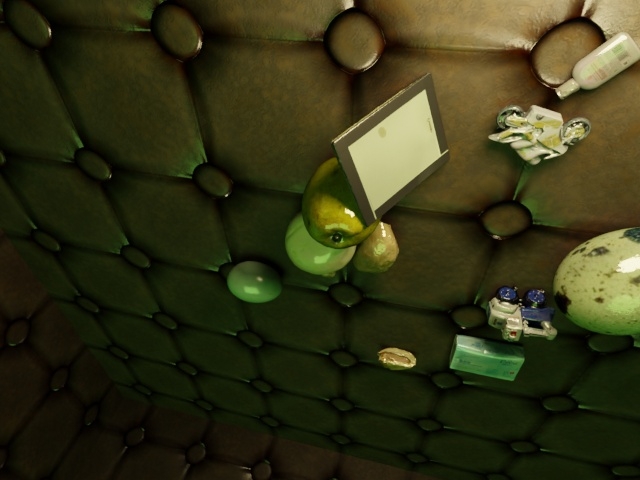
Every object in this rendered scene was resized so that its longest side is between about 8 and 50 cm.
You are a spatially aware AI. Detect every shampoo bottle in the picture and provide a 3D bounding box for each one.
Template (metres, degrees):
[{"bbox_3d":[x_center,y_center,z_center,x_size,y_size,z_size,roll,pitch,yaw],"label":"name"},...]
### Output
[{"bbox_3d":[0.627,-0.389,0.933,0.080,0.040,0.165,38,133,-18],"label":"shampoo bottle"}]

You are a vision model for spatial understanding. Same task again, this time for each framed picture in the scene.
[{"bbox_3d":[0.199,-0.232,1.059,0.016,0.347,0.264,28,152,51],"label":"framed picture"}]

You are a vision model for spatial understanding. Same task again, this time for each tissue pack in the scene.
[{"bbox_3d":[0.686,0.490,1.700,0.264,0.089,0.177,8,132,11],"label":"tissue pack"}]

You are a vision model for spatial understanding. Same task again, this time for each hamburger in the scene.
[{"bbox_3d":[0.345,0.551,1.884,0.176,0.087,0.102,6,146,3],"label":"hamburger"}]

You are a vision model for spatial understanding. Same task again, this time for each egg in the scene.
[{"bbox_3d":[-0.268,0.171,1.673,0.231,0.168,0.168,12,134,2],"label":"egg"},{"bbox_3d":[0.860,0.110,1.147,0.288,0.287,0.379,37,122,-16],"label":"egg"}]

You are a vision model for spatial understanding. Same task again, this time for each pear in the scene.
[{"bbox_3d":[0.071,-0.112,1.201,0.253,0.307,0.252,5,138,4],"label":"pear"}]

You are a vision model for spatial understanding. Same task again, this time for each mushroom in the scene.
[{"bbox_3d":[0.000,0.000,1.415,0.246,0.202,0.245,0,88,8],"label":"mushroom"}]

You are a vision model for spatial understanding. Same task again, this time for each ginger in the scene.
[{"bbox_3d":[0.194,0.031,1.412,0.138,0.152,0.267,-5,132,-17],"label":"ginger"}]

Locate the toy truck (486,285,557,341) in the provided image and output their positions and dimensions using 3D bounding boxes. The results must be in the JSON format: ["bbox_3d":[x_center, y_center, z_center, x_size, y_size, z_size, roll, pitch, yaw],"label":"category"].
[{"bbox_3d":[0.700,0.276,1.433,0.213,0.176,0.161,4,134,15],"label":"toy truck"}]

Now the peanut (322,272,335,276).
[{"bbox_3d":[0.008,0.112,1.605,0.113,0.053,0.054,26,135,-10],"label":"peanut"}]

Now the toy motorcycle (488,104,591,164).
[{"bbox_3d":[0.553,-0.265,1.053,0.225,0.073,0.152,13,137,7],"label":"toy motorcycle"}]
